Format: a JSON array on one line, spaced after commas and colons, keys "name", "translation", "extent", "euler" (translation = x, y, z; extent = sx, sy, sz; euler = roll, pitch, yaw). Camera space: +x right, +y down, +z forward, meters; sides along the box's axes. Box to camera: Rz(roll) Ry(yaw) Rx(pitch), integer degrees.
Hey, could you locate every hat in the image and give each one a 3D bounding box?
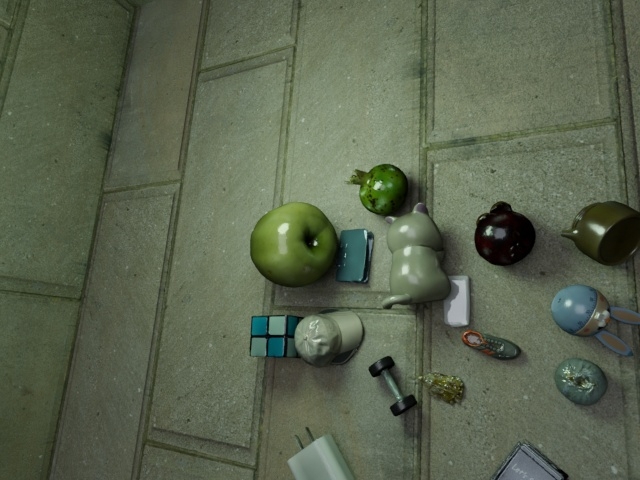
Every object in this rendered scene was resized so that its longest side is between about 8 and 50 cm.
[{"name": "hat", "translation": [0.032, 0.368, 1.698], "extent": [0.274, 0.161, 0.232], "euler": [-15, 70, -10]}]

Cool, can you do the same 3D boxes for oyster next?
[{"name": "oyster", "translation": [0.433, 0.509, 1.532], "extent": [0.121, 0.045, 0.146], "euler": [-35, 63, 0]}]

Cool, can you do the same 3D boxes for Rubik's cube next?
[{"name": "Rubik's cube", "translation": [-0.169, 0.396, 1.793], "extent": [0.183, 0.180, 0.168], "euler": [-8, 72, 28]}]

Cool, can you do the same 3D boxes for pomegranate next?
[{"name": "pomegranate", "translation": [0.226, -0.212, 1.715], "extent": [0.211, 0.262, 0.211], "euler": [-53, 20, 29]}]

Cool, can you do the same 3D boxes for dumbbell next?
[{"name": "dumbbell", "translation": [0.260, 0.525, 1.579], "extent": [0.100, 0.100, 0.191], "euler": [-37, 63, 15]}]

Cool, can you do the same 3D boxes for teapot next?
[{"name": "teapot", "translation": [0.889, -0.043, 1.366], "extent": [0.267, 0.186, 0.175], "euler": [-16, 34, -8]}]

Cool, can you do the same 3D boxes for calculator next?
[{"name": "calculator", "translation": [0.621, 0.781, 1.364], "extent": [0.165, 0.028, 0.274], "euler": [39, 94, 33]}]

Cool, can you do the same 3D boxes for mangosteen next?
[{"name": "mangosteen", "translation": [0.619, -0.014, 1.486], "extent": [0.209, 0.209, 0.210], "euler": [-7, 73, 26]}]

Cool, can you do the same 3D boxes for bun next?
[{"name": "bun", "translation": [0.793, 0.429, 1.333], "extent": [0.140, 0.083, 0.141], "euler": [-7, 76, 28]}]

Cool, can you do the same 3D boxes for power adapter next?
[{"name": "power adapter", "translation": [-0.014, 0.830, 1.629], "extent": [0.187, 0.124, 0.255], "euler": [-40, 63, 12]}]

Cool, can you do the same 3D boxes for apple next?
[{"name": "apple", "translation": [-0.115, 0.022, 1.775], "extent": [0.356, 0.357, 0.358], "euler": [-7, 73, 26]}]

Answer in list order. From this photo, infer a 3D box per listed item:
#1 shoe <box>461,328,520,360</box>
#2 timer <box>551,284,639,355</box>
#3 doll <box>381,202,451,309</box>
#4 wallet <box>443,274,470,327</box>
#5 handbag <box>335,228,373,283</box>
[{"name": "shoe", "translation": [0.568, 0.352, 1.474], "extent": [0.194, 0.077, 0.074], "euler": [15, 84, 30]}, {"name": "timer", "translation": [0.836, 0.235, 1.318], "extent": [0.255, 0.175, 0.176], "euler": [27, 90, 29]}, {"name": "doll", "translation": [0.349, 0.078, 1.593], "extent": [0.215, 0.225, 0.371], "euler": [-25, 51, 53]}, {"name": "wallet", "translation": [0.491, 0.219, 1.576], "extent": [0.095, 0.033, 0.190], "euler": [-2, 76, 29]}, {"name": "handbag", "translation": [0.135, 0.063, 1.795], "extent": [0.144, 0.057, 0.222], "euler": [1, 77, 32]}]
